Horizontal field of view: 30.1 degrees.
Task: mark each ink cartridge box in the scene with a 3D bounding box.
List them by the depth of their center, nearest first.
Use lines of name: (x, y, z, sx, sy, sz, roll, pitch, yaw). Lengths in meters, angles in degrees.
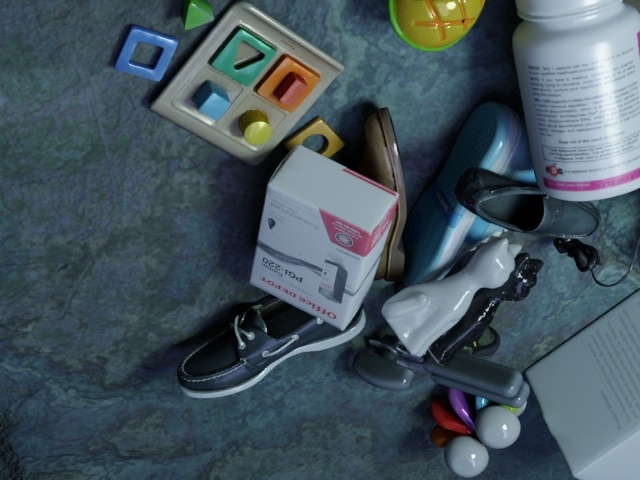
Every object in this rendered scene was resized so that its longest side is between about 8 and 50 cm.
ink cartridge box: (0.000, 0.000, 1.611, 0.158, 0.092, 0.218, 27, 142, 11)

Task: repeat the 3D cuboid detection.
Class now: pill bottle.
pill bottle: (0.330, -0.207, 1.499, 0.160, 0.160, 0.283, -16, 113, -3)

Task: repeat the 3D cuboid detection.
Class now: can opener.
can opener: (0.185, 0.210, 1.844, 0.280, 0.093, 0.074, 10, 155, 34)

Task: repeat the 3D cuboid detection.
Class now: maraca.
maraca: (0.151, -0.318, 1.435, 0.127, 0.099, 0.186, 24, 96, -30)

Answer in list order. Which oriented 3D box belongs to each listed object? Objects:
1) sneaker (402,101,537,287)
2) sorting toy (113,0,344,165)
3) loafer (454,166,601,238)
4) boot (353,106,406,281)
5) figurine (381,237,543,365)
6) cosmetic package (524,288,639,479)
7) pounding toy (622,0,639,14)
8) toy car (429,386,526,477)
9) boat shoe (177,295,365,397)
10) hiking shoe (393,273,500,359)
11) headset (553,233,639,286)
sneaker: (0.258, -0.036, 1.706, 0.208, 0.127, 0.319, 12, 128, -25)
sorting toy: (-0.089, -0.186, 1.509, 0.347, 0.047, 0.196, 28, 119, -36)
loafer: (0.283, -0.037, 1.590, 0.223, 0.078, 0.076, 14, 118, -24)
boot: (0.059, -0.052, 1.649, 0.115, 0.112, 0.305, -2, 135, -2)
figurine: (0.211, 0.075, 1.689, 0.209, 0.092, 0.215, -37, 158, 12)
cosmetic package: (0.588, 0.203, 1.959, 0.453, 0.230, 0.161, -38, 132, 19)
pounding toy: (0.444, -0.249, 1.583, 0.130, 0.100, 0.141, -3, 132, -15)
toy car: (0.258, 0.296, 2.020, 0.136, 0.159, 0.182, 40, 117, -1)
boat shoe: (-0.081, 0.134, 1.772, 0.302, 0.114, 0.091, -26, 136, -10)
hiking shoe: (0.223, 0.110, 1.856, 0.114, 0.086, 0.227, -40, 130, 24)
headset: (0.558, -0.035, 1.793, 0.394, 0.185, 0.243, -19, 112, -8)
